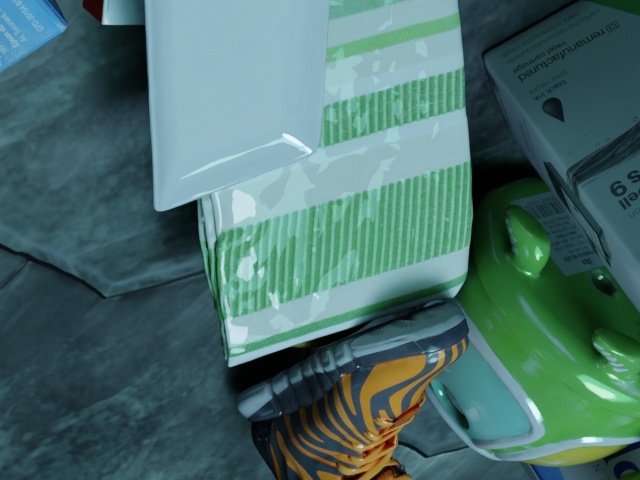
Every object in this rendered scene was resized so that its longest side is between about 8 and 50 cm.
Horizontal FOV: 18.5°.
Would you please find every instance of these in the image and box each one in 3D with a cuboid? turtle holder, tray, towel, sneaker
[{"bbox_3d":[0.232,0.104,1.790,0.320,0.243,0.227,37,126,-6],"label":"turtle holder"},{"bbox_3d":[-0.064,-0.134,1.432,0.145,0.030,0.270,-22,147,-19],"label":"tray"},{"bbox_3d":[0.006,-0.075,1.591,0.248,0.038,0.324,-16,116,-18],"label":"towel"},{"bbox_3d":[0.056,0.172,1.744,0.125,0.180,0.321,-20,173,-32],"label":"sneaker"}]

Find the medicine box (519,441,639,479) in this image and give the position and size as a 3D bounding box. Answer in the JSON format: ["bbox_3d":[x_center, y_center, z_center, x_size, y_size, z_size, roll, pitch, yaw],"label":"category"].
[{"bbox_3d":[0.335,0.166,1.936,0.289,0.263,0.149,-30,139,-2],"label":"medicine box"}]

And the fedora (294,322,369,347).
[{"bbox_3d":[0.000,0.000,1.705,0.194,0.079,0.194,-17,130,-21],"label":"fedora"}]

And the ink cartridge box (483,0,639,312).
[{"bbox_3d":[0.300,-0.083,1.641,0.211,0.289,0.121,-30,140,-2],"label":"ink cartridge box"}]

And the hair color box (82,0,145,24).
[{"bbox_3d":[-0.085,-0.208,1.439,0.167,0.053,0.093,-2,113,-24],"label":"hair color box"}]

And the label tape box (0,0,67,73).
[{"bbox_3d":[-0.374,-0.147,1.306,0.334,0.106,0.240,-33,140,2],"label":"label tape box"}]
